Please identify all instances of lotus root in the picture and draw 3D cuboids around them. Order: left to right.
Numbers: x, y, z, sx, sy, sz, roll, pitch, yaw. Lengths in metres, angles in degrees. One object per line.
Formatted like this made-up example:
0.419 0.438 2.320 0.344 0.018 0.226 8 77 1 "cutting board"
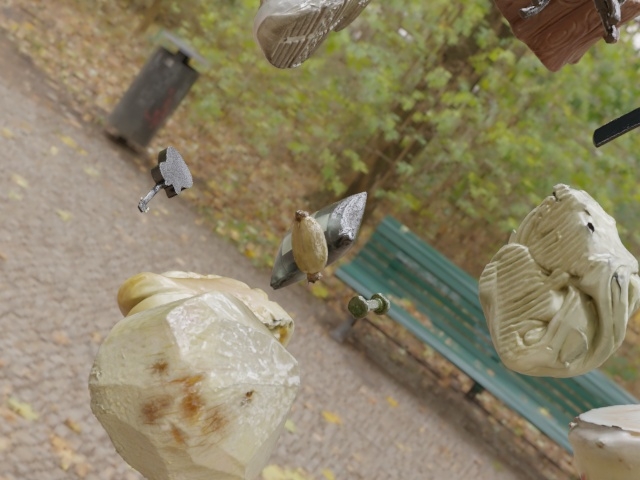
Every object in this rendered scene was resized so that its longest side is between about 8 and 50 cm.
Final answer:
-0.020 0.014 1.993 0.073 0.150 0.062 2 17 44 "lotus root"

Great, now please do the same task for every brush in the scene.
0.501 -0.195 1.572 0.016 0.193 0.063 50 30 -19 "brush"

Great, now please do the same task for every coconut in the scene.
-0.230 0.288 2.024 0.415 0.415 0.345 32 41 -23 "coconut"

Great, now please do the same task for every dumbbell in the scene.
0.107 0.142 2.260 0.052 0.046 0.118 48 23 21 "dumbbell"

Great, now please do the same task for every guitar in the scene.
-0.295 -0.103 1.925 0.088 0.025 0.233 61 20 -17 "guitar"

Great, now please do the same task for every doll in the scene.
0.321 -0.329 1.265 0.139 0.165 0.057 18 -19 22 "doll"

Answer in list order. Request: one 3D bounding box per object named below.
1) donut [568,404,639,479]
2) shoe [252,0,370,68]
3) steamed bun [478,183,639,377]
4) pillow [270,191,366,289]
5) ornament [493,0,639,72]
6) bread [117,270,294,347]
0.611 0.369 1.754 0.382 0.142 0.382 0 1 0 "donut"
-0.039 -0.431 1.761 0.198 0.172 0.351 43 39 1 "shoe"
0.502 0.101 2.035 0.237 0.394 0.346 29 -14 -32 "steamed bun"
0.000 0.000 2.300 0.106 0.250 0.186 45 36 -21 "pillow"
0.453 -0.448 1.812 0.221 0.235 0.217 20 -27 -27 "ornament"
-0.265 0.185 2.400 0.424 0.329 0.245 9 60 -41 "bread"
